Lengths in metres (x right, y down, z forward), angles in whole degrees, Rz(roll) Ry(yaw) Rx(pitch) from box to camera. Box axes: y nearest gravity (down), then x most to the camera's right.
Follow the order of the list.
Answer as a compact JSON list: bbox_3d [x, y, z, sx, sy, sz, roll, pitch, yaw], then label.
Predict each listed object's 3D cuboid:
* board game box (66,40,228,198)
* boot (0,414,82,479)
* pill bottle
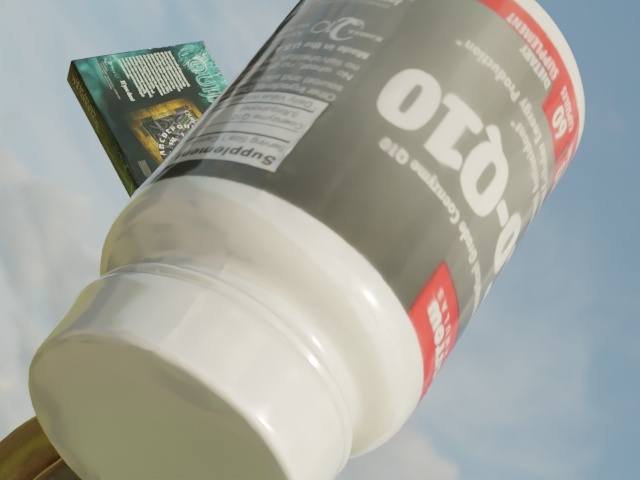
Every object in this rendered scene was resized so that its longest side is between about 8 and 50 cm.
[{"bbox_3d":[-0.115,-0.084,1.463,0.186,0.126,0.026,60,-34,30],"label":"board game box"},{"bbox_3d":[-0.180,0.160,1.555,0.112,0.305,0.115,41,22,-43],"label":"boot"},{"bbox_3d":[0.000,0.000,0.835,0.161,0.283,0.161,21,-40,19],"label":"pill bottle"}]
